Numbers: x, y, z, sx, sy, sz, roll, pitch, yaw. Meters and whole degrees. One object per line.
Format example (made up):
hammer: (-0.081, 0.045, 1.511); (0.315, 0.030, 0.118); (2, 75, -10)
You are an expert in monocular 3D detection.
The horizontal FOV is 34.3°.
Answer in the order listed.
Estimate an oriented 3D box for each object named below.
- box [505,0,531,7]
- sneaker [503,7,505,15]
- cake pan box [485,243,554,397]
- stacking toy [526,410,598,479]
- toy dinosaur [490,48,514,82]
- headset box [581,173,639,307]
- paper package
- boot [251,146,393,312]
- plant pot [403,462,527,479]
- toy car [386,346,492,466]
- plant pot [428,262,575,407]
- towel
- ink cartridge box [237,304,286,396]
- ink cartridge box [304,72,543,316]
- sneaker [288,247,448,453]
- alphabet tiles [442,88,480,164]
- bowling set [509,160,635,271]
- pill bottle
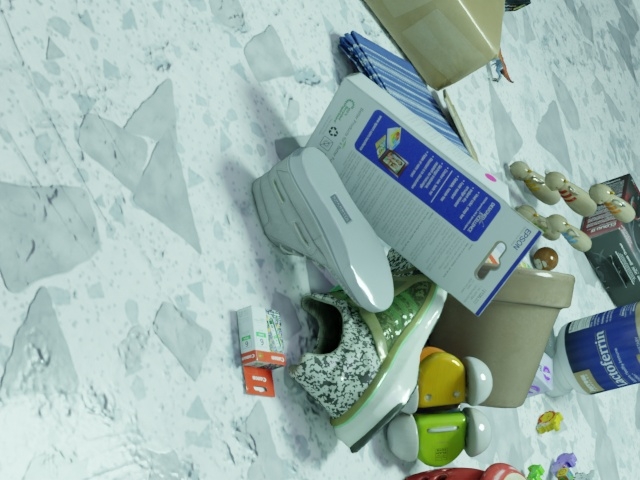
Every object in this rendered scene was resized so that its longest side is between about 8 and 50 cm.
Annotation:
box: (0.425, -0.646, 2.521); (0.220, 0.051, 0.175); (-19, 89, -56)
sneaker: (0.329, -0.590, 2.349); (0.222, 0.083, 0.118); (48, 19, -17)
cake pan box: (0.358, 0.137, 1.984); (0.267, 0.070, 0.246); (42, 44, -35)
stacking toy: (0.448, 0.452, 1.959); (0.167, 0.052, 0.221); (57, 37, -15)
toy dinosaur: (0.410, -0.401, 2.357); (0.047, 0.090, 0.082); (14, 93, -69)
headset box: (0.749, 0.007, 2.572); (0.218, 0.110, 0.293); (56, 35, -19)
paper package: (0.217, -0.525, 2.055); (0.325, 0.168, 0.309); (47, 38, -29)
boot: (0.000, 0.000, 1.491); (0.095, 0.123, 0.258); (-24, 86, -52)
plant pot: (0.224, 0.429, 1.538); (0.191, 0.174, 0.191); (28, 53, -44)
toy car: (0.173, 0.253, 1.602); (0.159, 0.136, 0.182); (-3, 99, -14)
plant pot: (0.276, 0.151, 1.717); (0.263, 0.263, 0.229); (6, 91, -54)
towel: (0.170, -0.219, 1.853); (0.243, 0.040, 0.336); (13, 43, -54)
ink cartridge box: (-0.077, 0.148, 1.389); (0.063, 0.029, 0.115); (18, 58, -50)
ink cartridge box: (0.145, -0.071, 1.545); (0.371, 0.176, 0.069); (41, 32, 15)
sneaker: (0.065, 0.107, 1.531); (0.182, 0.158, 0.410); (39, 36, -12)
alphabet tiles: (0.285, -0.201, 2.036); (0.198, 0.009, 0.237); (63, 12, -9)
bowling set: (0.496, -0.043, 2.188); (0.154, 0.287, 0.200); (33, 81, -34)
pill bottle: (0.562, 0.219, 2.049); (0.153, 0.264, 0.153); (30, 48, -42)
